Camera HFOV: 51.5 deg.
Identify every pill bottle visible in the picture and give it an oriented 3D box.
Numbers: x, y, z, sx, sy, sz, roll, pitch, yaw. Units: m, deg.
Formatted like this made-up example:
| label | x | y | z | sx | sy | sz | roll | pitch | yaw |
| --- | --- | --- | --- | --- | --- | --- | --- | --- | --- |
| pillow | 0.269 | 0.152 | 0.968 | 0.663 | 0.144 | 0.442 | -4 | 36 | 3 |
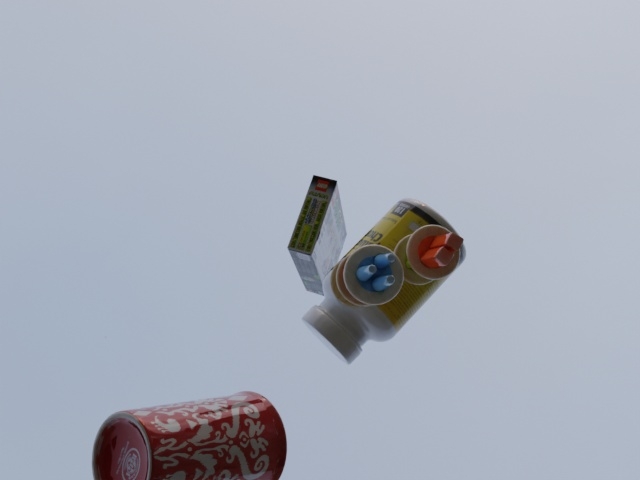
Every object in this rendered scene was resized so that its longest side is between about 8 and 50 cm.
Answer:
| label | x | y | z | sx | sy | sz | roll | pitch | yaw |
| --- | --- | --- | --- | --- | --- | --- | --- | --- | --- |
| pill bottle | 0.068 | 0.047 | 0.743 | 0.184 | 0.103 | 0.103 | -45 | -83 | -11 |

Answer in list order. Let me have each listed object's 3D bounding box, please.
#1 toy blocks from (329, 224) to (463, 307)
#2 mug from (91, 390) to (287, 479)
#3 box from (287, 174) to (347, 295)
| label | x | y | z | sx | sy | sz | roll | pitch | yaw |
| --- | --- | --- | --- | --- | --- | --- | --- | --- | --- |
| toy blocks | 0.076 | 0.021 | 0.600 | 0.123 | 0.148 | 0.054 | -19 | -95 | -8 |
| mug | -0.128 | 0.229 | 0.662 | 0.169 | 0.113 | 0.150 | 14 | -114 | -52 |
| box | 0.000 | 0.000 | 0.978 | 0.036 | 0.207 | 0.114 | 15 | -108 | 11 |
